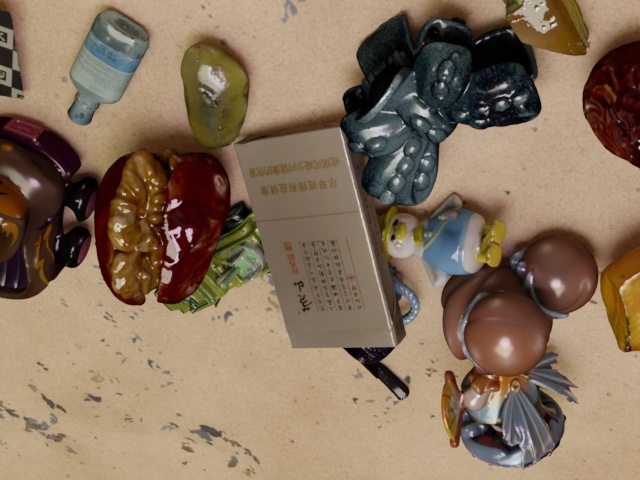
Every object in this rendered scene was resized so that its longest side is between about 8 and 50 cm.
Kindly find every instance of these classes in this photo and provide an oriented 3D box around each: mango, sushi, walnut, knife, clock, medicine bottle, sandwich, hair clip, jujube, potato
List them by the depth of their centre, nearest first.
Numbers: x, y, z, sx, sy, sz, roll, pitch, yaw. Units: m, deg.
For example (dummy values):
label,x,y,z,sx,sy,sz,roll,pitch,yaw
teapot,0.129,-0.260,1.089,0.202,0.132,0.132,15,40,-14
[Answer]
label,x,y,z,sx,sy,sz,roll,pitch,yaw
jujube,0.428,-0.166,1.290,0.168,0.236,0.168,4,125,6
sandwich,0.268,-0.332,1.296,0.088,0.090,0.244,-21,120,26
hair clip,0.149,-0.197,1.399,0.206,0.194,0.310,32,129,-26
mango,0.558,0.062,1.496,0.257,0.138,0.187,-15,128,-1
potato,-0.163,-0.216,1.525,0.105,0.085,0.188,15,135,7
medicine bottle,-0.343,-0.263,1.557,0.090,0.053,0.208,31,132,-11
sushi,-0.575,-0.324,1.587,0.210,0.040,0.192,12,138,3
walnut,-0.263,-0.017,1.588,0.222,0.244,0.269,8,102,8
clock,0.068,0.117,1.720,0.195,0.100,0.194,37,127,-16
knife,0.084,0.223,1.831,0.028,0.060,0.230,-40,110,14

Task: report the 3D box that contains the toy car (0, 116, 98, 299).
label,x,y,z,sx,sy,sz,roll,pitch,yaw
toy car,-0.547,-0.028,1.688,0.271,0.240,0.340,19,128,3

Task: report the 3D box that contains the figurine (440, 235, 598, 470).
label,x,y,z,sx,sy,sz,roll,pitch,yaw
figurine,0.310,0.192,1.622,0.248,0.276,0.388,14,133,38

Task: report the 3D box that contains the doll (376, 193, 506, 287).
label,x,y,z,sx,sy,sz,roll,pitch,yaw
doll,0.174,-0.002,1.573,0.241,0.099,0.135,7,109,25

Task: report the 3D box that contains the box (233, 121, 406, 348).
label,x,y,z,sx,sy,sz,roll,pitch,yaw
box,0.001,0.000,1.585,0.205,0.051,0.365,-5,108,31

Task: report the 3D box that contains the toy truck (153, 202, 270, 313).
label,x,y,z,sx,sy,sz,roll,pitch,yaw
toy truck,-0.191,0.054,1.721,0.259,0.135,0.128,-24,118,35
